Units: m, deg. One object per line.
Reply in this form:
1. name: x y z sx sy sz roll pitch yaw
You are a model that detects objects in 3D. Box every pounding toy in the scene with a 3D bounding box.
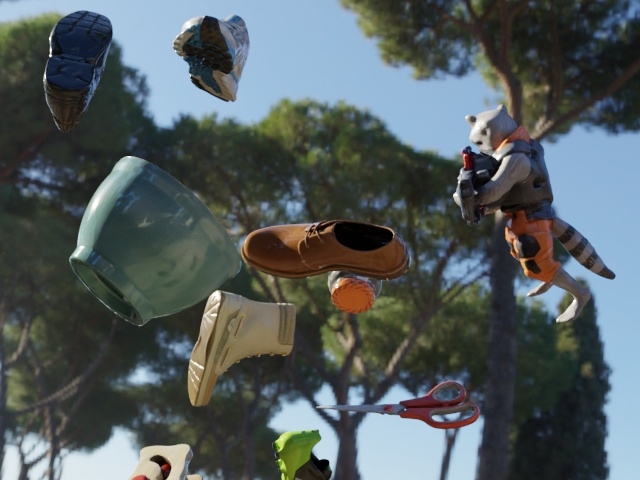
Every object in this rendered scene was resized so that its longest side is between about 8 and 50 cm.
1. pounding toy: -0.273 0.464 1.599 0.154 0.154 0.269 -16 18 7

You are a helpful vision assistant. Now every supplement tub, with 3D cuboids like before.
1. supplement tub: 0.079 0.060 2.134 0.117 0.190 0.117 4 -48 4

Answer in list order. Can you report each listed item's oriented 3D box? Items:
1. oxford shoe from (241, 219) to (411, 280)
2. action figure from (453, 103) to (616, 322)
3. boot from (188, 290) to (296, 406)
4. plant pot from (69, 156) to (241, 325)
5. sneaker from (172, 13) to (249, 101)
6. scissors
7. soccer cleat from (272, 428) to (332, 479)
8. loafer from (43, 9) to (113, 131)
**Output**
1. oxford shoe: 0.000 0.000 1.191 0.212 0.076 0.076 0 -31 16
2. action figure: 0.325 -0.063 1.569 0.179 0.330 0.341 -22 10 15
3. boot: -0.169 0.244 2.125 0.203 0.262 0.095 11 10 -29
4. plant pot: -0.315 0.025 1.737 0.293 0.196 0.293 34 -23 17
5. sneaker: -0.113 -0.223 1.094 0.071 0.083 0.190 24 -8 0
6. scissors: 0.146 0.322 1.836 0.297 0.109 0.021 -8 -48 -6
7. soccer cleat: -0.017 0.335 1.320 0.072 0.178 0.060 -11 23 -8
8. loafer: -0.258 -0.183 1.032 0.062 0.170 0.061 13 -48 -7
